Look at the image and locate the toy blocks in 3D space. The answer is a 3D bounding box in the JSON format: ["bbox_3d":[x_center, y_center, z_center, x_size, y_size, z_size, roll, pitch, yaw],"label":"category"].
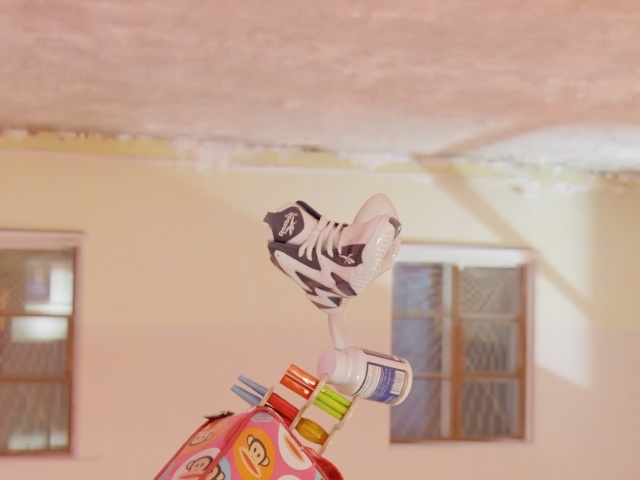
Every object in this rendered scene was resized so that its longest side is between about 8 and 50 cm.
[{"bbox_3d":[-0.037,0.204,1.668,0.148,0.123,0.054,31,-139,1],"label":"toy blocks"}]

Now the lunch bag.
[{"bbox_3d":[-0.054,0.334,1.433,0.120,0.293,0.258,-20,-160,40],"label":"lunch bag"}]

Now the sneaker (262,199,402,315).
[{"bbox_3d":[0.000,0.000,1.648,0.153,0.094,0.235,34,158,-3],"label":"sneaker"}]

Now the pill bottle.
[{"bbox_3d":[0.057,0.179,1.722,0.120,0.067,0.067,16,169,-31],"label":"pill bottle"}]

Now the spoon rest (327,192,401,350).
[{"bbox_3d":[0.060,0.061,1.901,0.084,0.276,0.137,16,-155,24],"label":"spoon rest"}]
